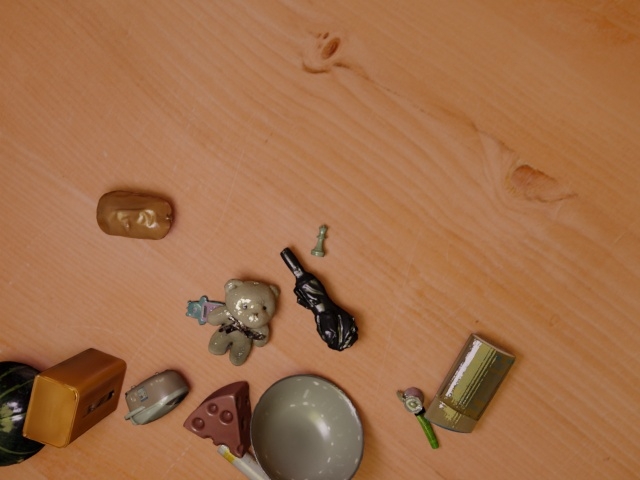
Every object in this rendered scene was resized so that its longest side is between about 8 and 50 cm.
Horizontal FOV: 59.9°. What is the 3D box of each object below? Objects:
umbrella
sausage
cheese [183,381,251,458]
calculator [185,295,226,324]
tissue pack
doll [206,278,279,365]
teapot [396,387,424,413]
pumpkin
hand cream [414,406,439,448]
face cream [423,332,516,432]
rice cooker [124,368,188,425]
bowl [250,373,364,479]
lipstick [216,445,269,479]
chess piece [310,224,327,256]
[{"bbox_3d":[-0.011,0.166,1.605,0.118,0.118,0.340,-34,85,11],"label":"umbrella"},{"bbox_3d":[-0.556,-0.073,1.667,0.241,0.120,0.136,11,108,8],"label":"sausage"},{"bbox_3d":[-0.310,0.537,1.682,0.177,0.128,0.202,-3,99,12],"label":"cheese"},{"bbox_3d":[-0.346,0.218,1.708,0.141,0.019,0.094,7,99,9],"label":"calculator"},{"bbox_3d":[-0.725,0.464,1.667,0.145,0.274,0.194,15,98,7],"label":"tissue pack"},{"bbox_3d":[-0.232,0.252,1.637,0.175,0.149,0.278,12,114,-30],"label":"doll"},{"bbox_3d":[0.257,0.459,1.599,0.083,0.064,0.064,22,98,7],"label":"teapot"},{"bbox_3d":[-0.972,0.534,1.725,0.323,0.241,0.323,1,92,24],"label":"pumpkin"},{"bbox_3d":[0.311,0.546,1.618,0.036,0.023,0.121,-24,89,-9],"label":"hand cream"},{"bbox_3d":[0.418,0.413,1.565,0.139,0.067,0.285,29,99,7],"label":"face cream"},{"bbox_3d":[-0.504,0.478,1.697,0.206,0.145,0.127,-28,78,14],"label":"rice cooker"},{"bbox_3d":[-0.057,0.569,1.591,0.337,0.337,0.157,40,140,5],"label":"bowl"},{"bbox_3d":[-0.200,0.708,1.705,0.264,0.059,0.059,39,100,5],"label":"lipstick"},{"bbox_3d":[0.000,0.000,1.617,0.042,0.042,0.093,12,92,9],"label":"chess piece"}]
